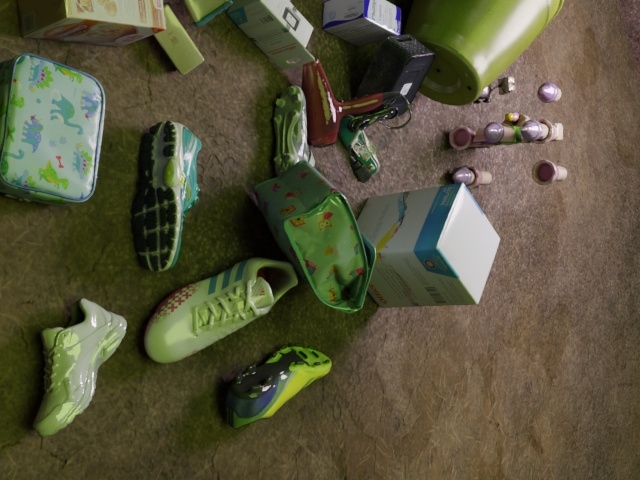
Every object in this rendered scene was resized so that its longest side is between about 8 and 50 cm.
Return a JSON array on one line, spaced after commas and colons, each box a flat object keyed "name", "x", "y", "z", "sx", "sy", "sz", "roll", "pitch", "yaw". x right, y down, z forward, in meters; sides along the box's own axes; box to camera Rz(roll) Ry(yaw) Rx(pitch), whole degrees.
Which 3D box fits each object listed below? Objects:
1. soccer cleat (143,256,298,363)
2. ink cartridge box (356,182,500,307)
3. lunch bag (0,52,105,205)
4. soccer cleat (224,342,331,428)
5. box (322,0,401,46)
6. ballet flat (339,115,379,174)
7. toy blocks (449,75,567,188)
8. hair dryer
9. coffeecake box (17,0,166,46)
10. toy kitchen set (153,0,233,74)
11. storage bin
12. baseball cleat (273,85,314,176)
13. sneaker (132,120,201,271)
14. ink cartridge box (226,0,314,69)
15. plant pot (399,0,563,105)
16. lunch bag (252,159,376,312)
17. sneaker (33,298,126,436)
[{"name": "soccer cleat", "x": -0.176, "y": 0.116, "z": 1.477, "sx": 0.331, "sy": 0.143, "sz": 0.116, "roll": -35, "pitch": 112, "yaw": -43}, {"name": "ink cartridge box", "x": 0.227, "y": 0.018, "z": 1.834, "sx": 0.198, "sy": 0.270, "sz": 0.197, "roll": 50, "pitch": 51, "yaw": -32}, {"name": "lunch bag", "x": -0.432, "y": -0.168, "z": 1.263, "sx": 0.176, "sy": 0.090, "sz": 0.219, "roll": 13, "pitch": 77, "yaw": -45}, {"name": "soccer cleat", "x": -0.087, "y": 0.292, "z": 1.620, "sx": 0.289, "sy": 0.093, "sz": 0.121, "roll": -15, "pitch": 128, "yaw": -52}, {"name": "box", "x": 0.096, "y": -0.510, "z": 1.848, "sx": 0.137, "sy": 0.126, "sz": 0.072, "roll": 11, "pitch": 79, "yaw": -47}, {"name": "ballet flat", "x": 0.087, "y": -0.228, "z": 1.878, "sx": 0.052, "sy": 0.057, "sz": 0.168, "roll": -82, "pitch": 149, "yaw": -56}, {"name": "toy blocks", "x": 0.474, "y": -0.295, "z": 2.121, "sx": 0.260, "sy": 0.288, "sz": 0.309, "roll": -3, "pitch": 92, "yaw": -53}, {"name": "hair dryer", "x": 0.053, "y": -0.291, "z": 1.782, "sx": 0.293, "sy": 0.080, "sz": 0.224, "roll": 40, "pitch": 75, "yaw": -31}, {"name": "coffeecake box", "x": -0.371, "y": -0.369, "z": 1.310, "sx": 0.185, "sy": 0.142, "sz": 0.068, "roll": -8, "pitch": 93, "yaw": -47}, {"name": "toy kitchen set", "x": -0.227, "y": -0.435, "z": 1.537, "sx": 0.207, "sy": 0.166, "sz": 0.122, "roll": -35, "pitch": 117, "yaw": -4}, {"name": "storage bin", "x": 0.173, "y": -0.379, "z": 1.876, "sx": 0.122, "sy": 0.084, "sz": 0.180, "roll": -21, "pitch": 147, "yaw": -47}, {"name": "baseball cleat", "x": -0.055, "y": -0.220, "z": 1.712, "sx": 0.109, "sy": 0.072, "sz": 0.206, "roll": 20, "pitch": 76, "yaw": -59}, {"name": "sneaker", "x": -0.260, "y": -0.077, "z": 1.440, "sx": 0.110, "sy": 0.107, "sz": 0.275, "roll": 22, "pitch": 70, "yaw": -54}, {"name": "ink cartridge box", "x": -0.092, "y": -0.439, "z": 1.653, "sx": 0.180, "sy": 0.104, "sz": 0.060, "roll": 41, "pitch": 57, "yaw": -38}, {"name": "plant pot", "x": 0.371, "y": -0.543, "z": 2.027, "sx": 0.366, "sy": 0.366, "sz": 0.353, "roll": 46, "pitch": 67, "yaw": -35}, {"name": "lunch bag", "x": 0.000, "y": 0.000, "z": 1.612, "sx": 0.160, "sy": 0.223, "sz": 0.262, "roll": -30, "pitch": 118, "yaw": -7}, {"name": "sneaker", "x": -0.407, "y": 0.194, "z": 1.271, "sx": 0.115, "sy": 0.090, "sz": 0.232, "roll": 42, "pitch": 48, "yaw": -29}]
